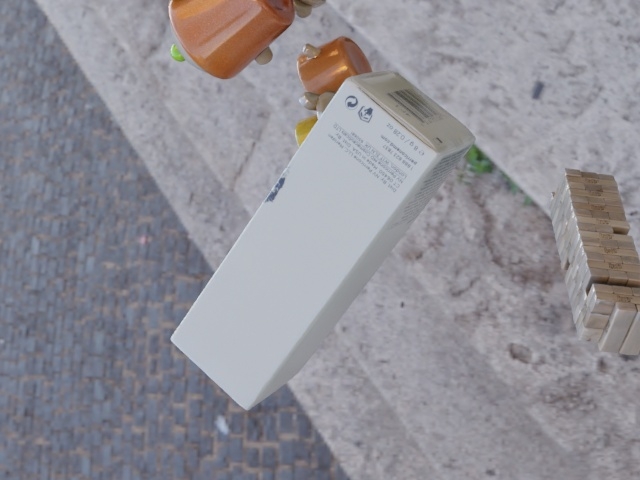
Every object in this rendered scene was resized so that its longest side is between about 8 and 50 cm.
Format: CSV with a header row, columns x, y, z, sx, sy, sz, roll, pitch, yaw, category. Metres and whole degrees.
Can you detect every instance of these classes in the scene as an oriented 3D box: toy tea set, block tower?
x,y,z,sx,sy,sz,roll,pitch,yaw,category
-0.027,-0.137,1.019,0.124,0.200,0.336,-28,95,26,toy tea set
0.431,0.020,1.619,0.335,0.091,0.097,-90,8,-49,block tower

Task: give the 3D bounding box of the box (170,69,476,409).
x,y,z,sx,sy,sz,roll,pitch,yaw,category
0.000,0.000,0.840,0.094,0.113,0.275,41,113,11,box
